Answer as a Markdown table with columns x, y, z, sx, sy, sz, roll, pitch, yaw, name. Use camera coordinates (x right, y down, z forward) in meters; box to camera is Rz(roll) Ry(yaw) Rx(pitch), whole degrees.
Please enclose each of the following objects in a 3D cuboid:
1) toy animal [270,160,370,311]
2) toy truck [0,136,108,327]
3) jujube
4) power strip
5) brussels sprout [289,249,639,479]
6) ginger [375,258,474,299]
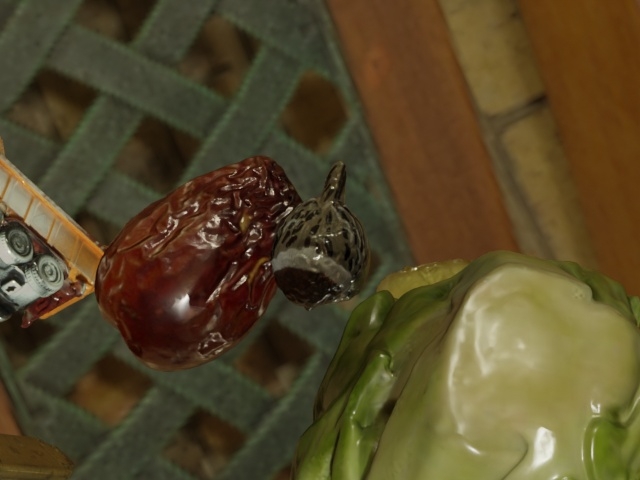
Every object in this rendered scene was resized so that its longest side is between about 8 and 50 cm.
| x | y | z | sx | sy | sz | roll | pitch | yaw | name |
| --- | --- | --- | --- | --- | --- | --- | --- | --- | --- |
| 0.000 | 0.000 | 1.629 | 0.098 | 0.098 | 0.137 | 29 | 121 | 47 | toy animal |
| -0.344 | -0.024 | 1.797 | 0.114 | 0.135 | 0.270 | -28 | 122 | 30 | toy truck |
| -0.113 | 0.021 | 1.745 | 0.168 | 0.236 | 0.168 | 45 | 170 | 10 | jujube |
| -0.332 | 0.223 | 1.747 | 0.064 | 0.044 | 0.305 | 38 | -175 | 22 | power strip |
| 0.102 | 0.156 | 1.249 | 0.328 | 0.247 | 0.328 | -168 | 90 | -77 | brussels sprout |
| 0.143 | 0.127 | 1.553 | 0.270 | 0.218 | 0.123 | 85 | 175 | -51 | ginger |
